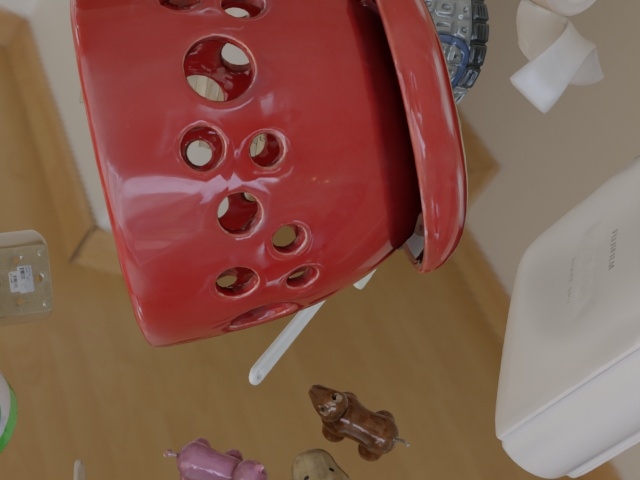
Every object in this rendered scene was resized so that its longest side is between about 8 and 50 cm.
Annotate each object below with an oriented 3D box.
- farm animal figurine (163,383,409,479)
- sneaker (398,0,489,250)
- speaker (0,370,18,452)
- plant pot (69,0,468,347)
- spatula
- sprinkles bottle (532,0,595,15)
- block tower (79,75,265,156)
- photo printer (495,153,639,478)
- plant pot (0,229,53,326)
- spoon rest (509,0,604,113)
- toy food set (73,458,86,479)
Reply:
[{"bbox_3d":[-0.017,0.312,1.413,0.326,0.330,0.172,55,-14,7],"label":"farm animal figurine"},{"bbox_3d":[0.077,-0.141,1.356,0.111,0.297,0.129,14,22,-15],"label":"sneaker"},{"bbox_3d":[-0.412,0.127,1.267,0.131,0.131,0.296,55,6,34],"label":"speaker"},{"bbox_3d":[-0.025,-0.056,0.694,0.174,0.191,0.191,-14,38,-3],"label":"plant pot"},{"bbox_3d":[0.000,0.000,1.113,0.019,0.168,0.242,14,42,24],"label":"spatula"},{"bbox_3d":[0.229,-0.418,1.835,0.121,0.121,0.355,9,21,-44],"label":"sprinkles bottle"},{"bbox_3d":[-0.141,-0.169,1.659,0.335,0.091,0.097,21,21,29],"label":"block tower"},{"bbox_3d":[0.285,0.041,1.178,0.107,0.307,0.256,29,48,-15],"label":"photo printer"},{"bbox_3d":[-0.350,0.045,1.518,0.109,0.109,0.096,-6,2,-28],"label":"plant pot"},{"bbox_3d":[0.278,-0.221,1.581,0.137,0.084,0.276,44,23,-5],"label":"spoon rest"},{"bbox_3d":[-0.448,0.434,1.822,0.092,0.306,0.219,54,19,-40],"label":"toy food set"}]
